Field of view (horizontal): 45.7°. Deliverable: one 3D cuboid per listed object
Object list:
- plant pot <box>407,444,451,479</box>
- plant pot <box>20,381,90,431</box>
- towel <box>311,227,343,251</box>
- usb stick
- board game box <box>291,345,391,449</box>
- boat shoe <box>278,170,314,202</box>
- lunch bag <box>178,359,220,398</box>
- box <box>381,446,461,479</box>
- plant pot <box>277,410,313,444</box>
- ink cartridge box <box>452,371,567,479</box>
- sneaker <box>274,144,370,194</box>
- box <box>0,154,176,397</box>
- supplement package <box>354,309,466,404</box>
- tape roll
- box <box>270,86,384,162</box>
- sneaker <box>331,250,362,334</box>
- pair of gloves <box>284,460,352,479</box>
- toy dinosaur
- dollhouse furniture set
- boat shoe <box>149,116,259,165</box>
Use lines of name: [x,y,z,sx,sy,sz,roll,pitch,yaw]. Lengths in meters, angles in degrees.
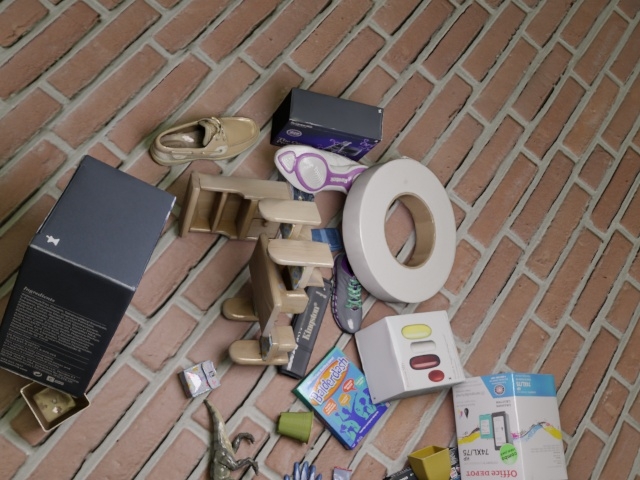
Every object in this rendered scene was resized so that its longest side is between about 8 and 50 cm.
plant pot: [0.278,0.568,1.898,0.081,0.081,0.083,-14,88,-24]
plant pot: [-0.586,0.351,1.677,0.109,0.096,0.109,-31,86,-27]
towel: [0.000,0.000,2.046,0.119,0.029,0.067,-5,75,-22]
usb stick: [-0.038,0.221,1.955,0.077,0.045,0.278,24,67,-12]
board game box: [0.054,0.400,1.934,0.210,0.047,0.160,47,64,-2]
boat shoe: [-0.064,-0.151,2.054,0.083,0.065,0.183,8,74,-28]
lunch bag: [-0.287,0.331,1.823,0.083,0.053,0.071,-16,82,-34]
box: [0.287,0.651,1.945,0.220,0.051,0.175,-18,81,-25]
plant pot: [-0.064,0.451,1.863,0.079,0.083,0.083,12,70,-4]
ink cartridge box: [0.485,0.488,1.961,0.197,0.198,0.270,11,68,-41]
sneaker: [-0.003,-0.186,2.029,0.305,0.152,0.114,14,102,-33]
box: [-0.494,0.079,1.583,0.212,0.395,0.293,25,40,-12]
supplement package: [0.229,0.297,1.949,0.203,0.149,0.194,-3,69,-33]
tape roll: [0.219,-0.026,2.036,0.392,0.072,0.392,7,80,-41]
box: [0.015,-0.308,2.060,0.261,0.184,0.103,10,70,-17]
sneaker: [0.077,0.131,1.996,0.083,0.098,0.223,-2,75,-21]
pair of gloves: [0.004,0.627,1.854,0.198,0.023,0.159,11,71,-12]
toy dinosaur: [-0.210,0.506,1.796,0.118,0.064,0.268,-1,71,-14]
dollhouse furniture set: [-0.180,0.036,1.798,0.256,0.362,0.394,4,45,-21]
boat shoe: [-0.290,-0.269,1.977,0.302,0.098,0.109,-15,80,-24]
